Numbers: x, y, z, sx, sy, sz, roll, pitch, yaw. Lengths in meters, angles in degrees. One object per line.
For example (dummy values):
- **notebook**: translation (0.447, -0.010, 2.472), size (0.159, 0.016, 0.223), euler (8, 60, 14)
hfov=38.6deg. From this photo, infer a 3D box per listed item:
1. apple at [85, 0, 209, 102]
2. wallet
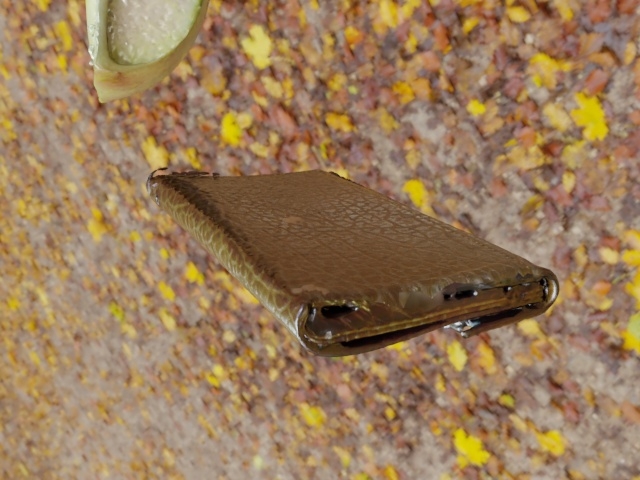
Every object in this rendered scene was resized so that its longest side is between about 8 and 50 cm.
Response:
- **apple**: translation (-0.165, -0.263, 0.876), size (0.193, 0.120, 0.264), euler (-172, 85, -78)
- **wallet**: translation (0.000, 0.000, 0.499), size (0.243, 0.133, 0.039), euler (-146, 53, -59)
